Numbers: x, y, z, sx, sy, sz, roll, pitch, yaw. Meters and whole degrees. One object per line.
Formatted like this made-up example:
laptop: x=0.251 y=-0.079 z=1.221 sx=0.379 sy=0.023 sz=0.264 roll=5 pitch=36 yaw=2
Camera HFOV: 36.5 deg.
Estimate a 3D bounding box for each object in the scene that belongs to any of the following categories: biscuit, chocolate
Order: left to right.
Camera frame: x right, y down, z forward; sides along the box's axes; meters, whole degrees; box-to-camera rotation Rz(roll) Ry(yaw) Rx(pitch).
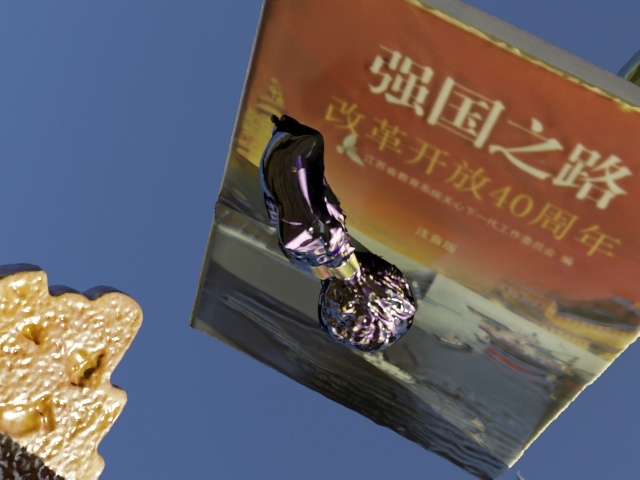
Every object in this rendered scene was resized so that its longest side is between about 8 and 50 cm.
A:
biscuit: x=-0.299 y=0.172 z=0.946 sx=0.043 sy=0.278 sz=0.302 roll=11 pitch=-77 yaw=47
chocolate: x=0.001 y=0.003 z=0.542 sx=0.070 sy=0.147 sz=0.072 roll=-29 pitch=-139 yaw=11

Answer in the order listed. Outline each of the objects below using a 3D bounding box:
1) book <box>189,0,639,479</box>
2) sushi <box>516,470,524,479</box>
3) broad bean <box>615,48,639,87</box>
book: x=0.058 y=0.015 z=0.598 sx=0.262 sy=0.028 sz=0.374 roll=28 pitch=-37 yaw=5
sushi: x=0.191 y=0.221 z=0.695 sx=0.031 sy=0.201 sz=0.139 roll=-34 pitch=-104 yaw=4
broad bean: x=0.206 y=-0.067 z=0.574 sx=0.082 sy=0.124 sz=0.174 roll=57 pitch=-43 yaw=18
